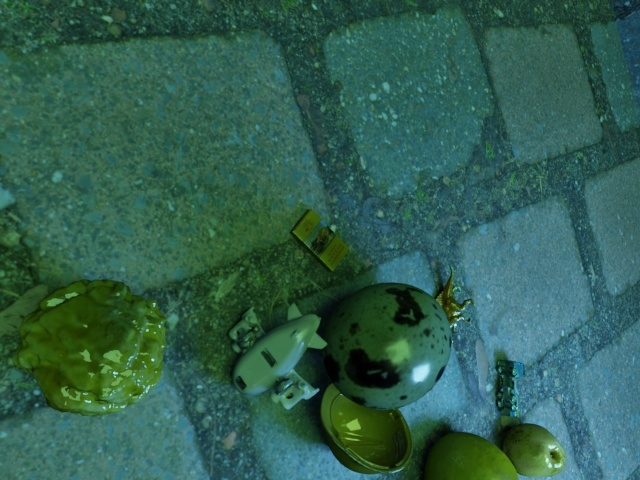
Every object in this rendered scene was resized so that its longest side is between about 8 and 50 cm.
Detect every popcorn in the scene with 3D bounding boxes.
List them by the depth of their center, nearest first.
[{"bbox_3d":[-0.399,0.189,0.788,0.249,0.225,0.249,5,71,-15],"label":"popcorn"}]

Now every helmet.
[{"bbox_3d":[0.086,0.477,1.069,0.257,0.140,0.205,28,35,-4],"label":"helmet"}]

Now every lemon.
[{"bbox_3d":[0.427,0.664,1.202,0.240,0.219,0.241,3,84,-34],"label":"lemon"}]

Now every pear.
[{"bbox_3d":[0.677,0.669,1.378,0.178,0.178,0.178,4,82,-30],"label":"pear"}]

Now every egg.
[{"bbox_3d":[0.167,0.246,1.058,0.379,0.287,0.288,1,83,-55],"label":"egg"}]

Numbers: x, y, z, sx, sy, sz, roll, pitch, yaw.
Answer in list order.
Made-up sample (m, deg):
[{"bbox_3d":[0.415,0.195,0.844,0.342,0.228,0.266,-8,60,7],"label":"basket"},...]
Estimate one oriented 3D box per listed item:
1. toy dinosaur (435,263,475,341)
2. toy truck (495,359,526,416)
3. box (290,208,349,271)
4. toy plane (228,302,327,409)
[{"bbox_3d":[0.390,0.196,1.345,0.142,0.057,0.212,-29,87,-11],"label":"toy dinosaur"},{"bbox_3d":[0.628,0.482,1.430,0.081,0.067,0.175,9,79,-30],"label":"toy truck"},{"bbox_3d":[0.000,0.000,1.146,0.155,0.023,0.087,45,67,-18],"label":"box"},{"bbox_3d":[-0.096,0.253,0.982,0.244,0.117,0.245,-1,84,13],"label":"toy plane"}]
